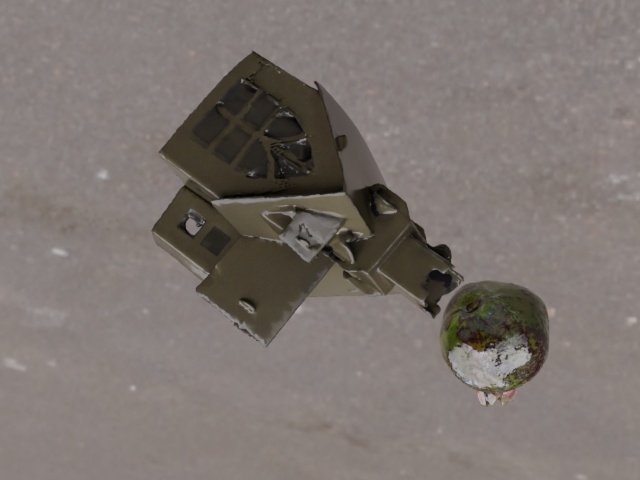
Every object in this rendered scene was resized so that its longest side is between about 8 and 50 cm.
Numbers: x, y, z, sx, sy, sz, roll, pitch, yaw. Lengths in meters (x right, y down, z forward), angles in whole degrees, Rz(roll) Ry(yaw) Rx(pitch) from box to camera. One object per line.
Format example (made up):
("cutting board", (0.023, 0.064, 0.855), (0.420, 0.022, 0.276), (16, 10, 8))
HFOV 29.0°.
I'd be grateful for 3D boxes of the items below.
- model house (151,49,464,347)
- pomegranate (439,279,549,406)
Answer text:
("model house", (0.000, 0.000, 1.057), (0.243, 0.204, 0.211), (35, 172, 30))
("pomegranate", (0.188, 0.121, 1.403), (0.126, 0.138, 0.163), (11, 124, -15))
